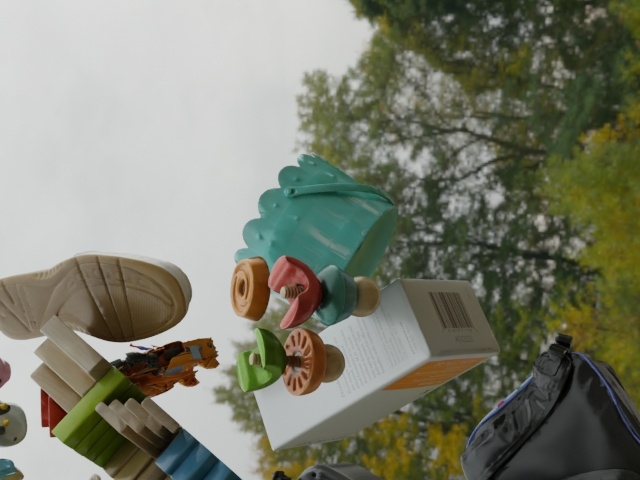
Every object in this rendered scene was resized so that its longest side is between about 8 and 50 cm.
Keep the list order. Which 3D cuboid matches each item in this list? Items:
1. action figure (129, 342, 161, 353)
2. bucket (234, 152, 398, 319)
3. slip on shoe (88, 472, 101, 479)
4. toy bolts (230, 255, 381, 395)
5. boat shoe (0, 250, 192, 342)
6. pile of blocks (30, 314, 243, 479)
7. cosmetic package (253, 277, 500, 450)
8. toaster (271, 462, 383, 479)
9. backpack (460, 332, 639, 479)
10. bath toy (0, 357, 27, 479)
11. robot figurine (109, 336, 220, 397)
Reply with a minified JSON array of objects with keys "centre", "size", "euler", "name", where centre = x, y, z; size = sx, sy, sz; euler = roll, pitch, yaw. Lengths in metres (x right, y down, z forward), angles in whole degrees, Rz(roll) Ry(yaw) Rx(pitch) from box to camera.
[{"centre":[-0.408,0.275,1.941],"size":[0.030,0.115,0.038],"euler":[122,159,-84],"name":"action figure"},{"centre":[0.000,0.000,1.395],"size":[0.281,0.183,0.281],"euler":[-54,-15,-21],"name":"bucket"},{"centre":[-0.529,0.611,1.894],"size":[0.041,0.135,0.051],"euler":[40,-88,-30],"name":"slip on shoe"},{"centre":[-0.019,0.100,1.191],"size":[0.228,0.159,0.218],"euler":[-53,42,44],"name":"toy bolts"},{"centre":[-0.241,0.051,0.873],"size":[0.096,0.277,0.098],"euler":[-30,-68,-57],"name":"boat shoe"},{"centre":[-0.163,0.234,0.779],"size":[0.112,0.362,0.149],"euler":[-49,-6,-16],"name":"pile of blocks"},{"centre":[0.097,0.251,1.576],"size":[0.230,0.453,0.161],"euler":[4,-123,-45],"name":"cosmetic package"},{"centre":[0.045,0.365,1.004],"size":[0.129,0.227,0.146],"euler":[-60,-23,1],"name":"toaster"},{"centre":[0.354,0.323,1.162],"size":[0.213,0.263,0.276],"euler":[32,-152,-46],"name":"backpack"},{"centre":[-0.576,0.238,1.306],"size":[0.129,0.151,0.348],"euler":[-55,50,46],"name":"bath toy"},{"centre":[-0.365,0.284,1.669],"size":[0.291,0.211,0.085],"euler":[-12,-113,-42],"name":"robot figurine"}]
